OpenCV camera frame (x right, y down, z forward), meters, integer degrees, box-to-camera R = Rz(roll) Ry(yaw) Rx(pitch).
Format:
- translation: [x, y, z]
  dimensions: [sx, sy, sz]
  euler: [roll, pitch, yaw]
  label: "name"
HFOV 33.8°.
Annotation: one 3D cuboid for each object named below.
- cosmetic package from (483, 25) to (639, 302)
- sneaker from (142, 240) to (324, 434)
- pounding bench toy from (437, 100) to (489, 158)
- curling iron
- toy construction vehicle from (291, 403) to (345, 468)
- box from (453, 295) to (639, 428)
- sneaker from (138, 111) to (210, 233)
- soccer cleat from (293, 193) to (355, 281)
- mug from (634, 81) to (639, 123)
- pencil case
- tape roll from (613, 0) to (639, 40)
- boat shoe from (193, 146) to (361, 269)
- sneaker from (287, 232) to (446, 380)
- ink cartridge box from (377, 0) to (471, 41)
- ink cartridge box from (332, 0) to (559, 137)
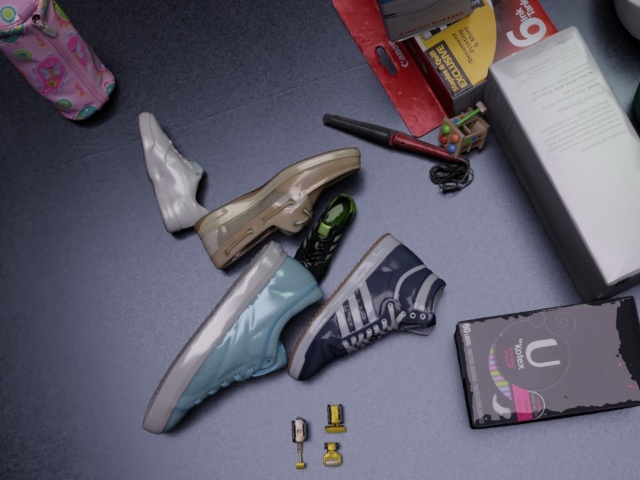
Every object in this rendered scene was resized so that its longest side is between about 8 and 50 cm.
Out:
- translation: [0.405, -0.107, 1.632]
  dimensions: [0.156, 0.217, 0.384]
  euler: [-27, 78, 0]
  label: "cosmetic package"
- translation: [-0.134, 0.184, 1.667]
  dimensions: [0.150, 0.135, 0.366]
  euler: [38, 96, -4]
  label: "sneaker"
- translation: [0.233, -0.185, 1.717]
  dimensions: [0.065, 0.083, 0.052]
  euler: [-23, 57, -25]
  label: "pounding bench toy"
- translation: [0.127, -0.156, 1.761]
  dimensions: [0.274, 0.035, 0.068]
  euler: [26, 82, 10]
  label: "curling iron"
- translation: [-0.004, 0.313, 1.682]
  dimensions: [0.086, 0.035, 0.098]
  euler: [-4, 80, -6]
  label: "toy construction vehicle"
- translation: [0.350, 0.190, 1.610]
  dimensions: [0.271, 0.143, 0.165]
  euler: [-9, 78, 3]
  label: "box"
- translation: [-0.246, -0.122, 1.783]
  dimensions: [0.094, 0.080, 0.212]
  euler: [-17, 84, -10]
  label: "sneaker"
- translation: [0.000, 0.000, 1.723]
  dimensions: [0.060, 0.072, 0.178]
  euler: [28, 83, 11]
  label: "soccer cleat"
- translation: [0.584, -0.217, 1.694]
  dimensions: [0.158, 0.097, 0.129]
  euler: [34, 83, 11]
  label: "mug"
- translation: [-0.446, -0.314, 1.728]
  dimensions: [0.124, 0.284, 0.124]
  euler: [-7, 62, 13]
  label: "pencil case"
- translation: [0.607, -0.438, 1.683]
  dimensions: [0.286, 0.100, 0.286]
  euler: [-11, 57, 17]
  label: "tape roll"
- translation: [-0.057, -0.053, 1.727]
  dimensions: [0.302, 0.109, 0.098]
  euler: [-28, 82, 6]
  label: "boat shoe"
- translation: [0.081, 0.138, 1.673]
  dimensions: [0.153, 0.099, 0.282]
  euler: [36, 81, 14]
  label: "sneaker"
- translation: [0.151, -0.391, 1.597]
  dimensions: [0.140, 0.190, 0.082]
  euler: [-20, 77, 4]
  label: "ink cartridge box"
- translation: [0.198, -0.371, 1.752]
  dimensions: [0.272, 0.130, 0.309]
  euler: [-31, 77, 0]
  label: "ink cartridge box"
